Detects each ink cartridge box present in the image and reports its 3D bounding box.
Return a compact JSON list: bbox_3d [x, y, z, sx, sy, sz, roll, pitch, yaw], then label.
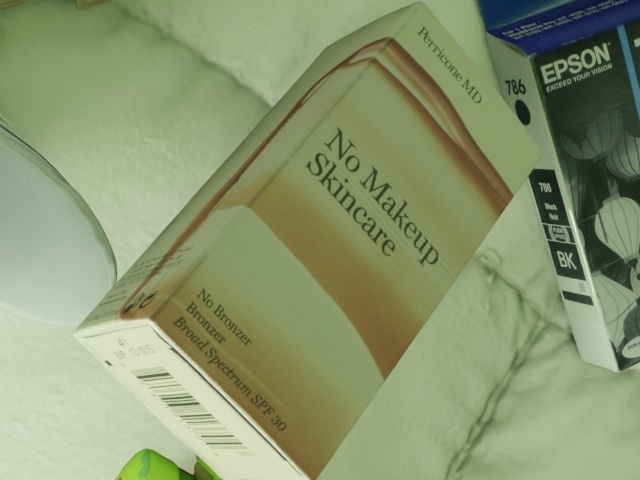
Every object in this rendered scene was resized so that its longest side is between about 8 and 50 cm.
[{"bbox_3d":[0.245,-0.078,0.924,0.165,0.065,0.333,-22,100,-15],"label":"ink cartridge box"}]

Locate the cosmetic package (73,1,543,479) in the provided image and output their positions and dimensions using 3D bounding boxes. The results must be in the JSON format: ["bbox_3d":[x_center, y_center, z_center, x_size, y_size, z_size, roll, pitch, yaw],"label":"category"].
[{"bbox_3d":[0.000,0.000,0.765,0.153,0.129,0.296,46,61,-17],"label":"cosmetic package"}]

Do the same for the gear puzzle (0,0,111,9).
[{"bbox_3d":[-0.223,-0.228,0.766,0.339,0.044,0.175,-18,101,-14],"label":"gear puzzle"}]

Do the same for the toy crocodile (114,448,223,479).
[{"bbox_3d":[-0.130,0.253,0.809,0.115,0.105,0.340,32,88,-19],"label":"toy crocodile"}]

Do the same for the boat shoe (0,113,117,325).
[{"bbox_3d":[-0.228,-0.053,0.750,0.095,0.084,0.258,-38,107,11],"label":"boat shoe"}]
